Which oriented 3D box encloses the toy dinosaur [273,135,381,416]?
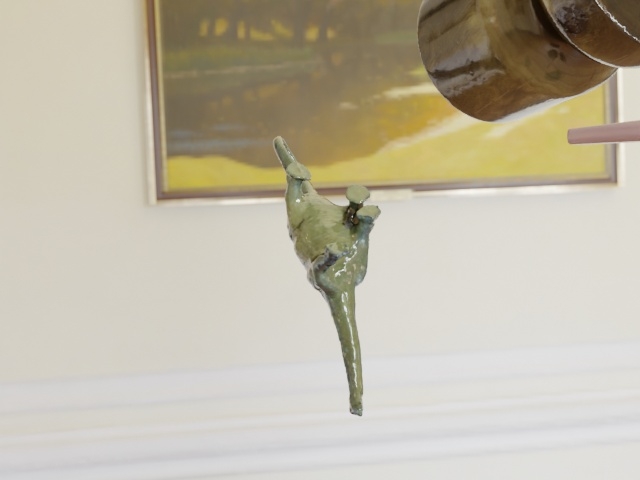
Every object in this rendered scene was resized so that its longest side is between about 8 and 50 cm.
[{"bbox_3d":[0.003,-0.004,1.032,0.076,0.363,0.147,-6,-36,-18],"label":"toy dinosaur"}]

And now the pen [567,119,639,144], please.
[{"bbox_3d":[0.436,-0.150,1.361,0.197,0.032,0.053,-1,2,37],"label":"pen"}]

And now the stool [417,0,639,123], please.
[{"bbox_3d":[0.226,-0.223,0.927,0.179,0.179,0.264,-4,-5,-23],"label":"stool"}]
